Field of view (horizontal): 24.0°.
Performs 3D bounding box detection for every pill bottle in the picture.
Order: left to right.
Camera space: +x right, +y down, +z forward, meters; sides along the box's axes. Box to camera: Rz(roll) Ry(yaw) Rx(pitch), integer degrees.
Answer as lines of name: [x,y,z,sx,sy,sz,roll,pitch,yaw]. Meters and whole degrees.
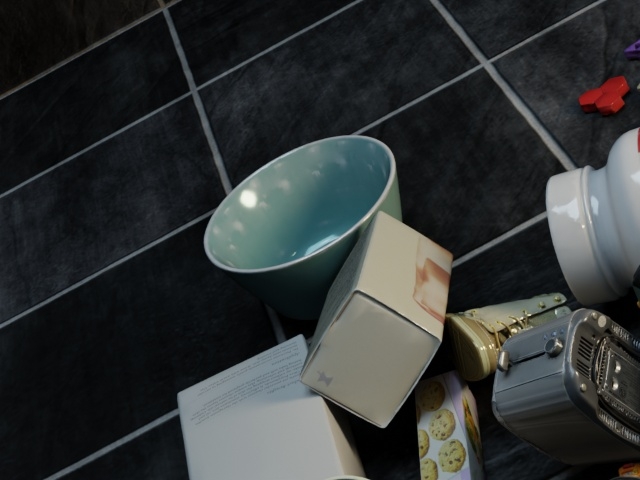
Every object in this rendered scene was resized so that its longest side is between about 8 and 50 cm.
pill bottle: [0.495,-0.052,1.829,0.408,0.229,0.229,-17,33,21]

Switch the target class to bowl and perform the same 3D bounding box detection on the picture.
bowl: [0.000,0.000,2.233,0.311,0.163,0.311,-21,33,14]

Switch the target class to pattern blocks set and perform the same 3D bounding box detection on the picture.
pattern blocks set: [0.575,-0.265,2.260,0.285,0.026,0.325,-45,30,-21]

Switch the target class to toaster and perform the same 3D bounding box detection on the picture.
toaster: [0.301,0.175,1.698,0.146,0.227,0.129,-19,47,46]

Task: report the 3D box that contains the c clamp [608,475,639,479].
c clamp: [0.335,0.322,1.598,0.137,0.022,0.160,-17,47,41]

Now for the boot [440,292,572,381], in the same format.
boot: [0.241,0.115,1.876,0.165,0.077,0.213,-10,6,-4]

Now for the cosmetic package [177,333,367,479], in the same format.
cosmetic package: [-0.048,0.301,1.841,0.197,0.155,0.365,-25,32,5]

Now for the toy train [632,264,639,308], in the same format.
toy train: [0.481,0.114,1.635,0.142,0.190,0.334,-38,31,-12]

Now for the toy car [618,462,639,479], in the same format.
toy car: [0.380,0.261,1.652,0.122,0.040,0.060,-8,37,33]

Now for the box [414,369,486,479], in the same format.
box: [0.158,0.282,1.785,0.067,0.063,0.324,-21,32,15]

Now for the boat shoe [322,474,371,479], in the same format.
boat shoe: [0.068,0.422,1.458,0.187,0.156,0.500,-25,46,8]

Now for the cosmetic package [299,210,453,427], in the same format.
cosmetic package: [0.078,0.095,1.940,0.153,0.129,0.296,-58,3,22]
